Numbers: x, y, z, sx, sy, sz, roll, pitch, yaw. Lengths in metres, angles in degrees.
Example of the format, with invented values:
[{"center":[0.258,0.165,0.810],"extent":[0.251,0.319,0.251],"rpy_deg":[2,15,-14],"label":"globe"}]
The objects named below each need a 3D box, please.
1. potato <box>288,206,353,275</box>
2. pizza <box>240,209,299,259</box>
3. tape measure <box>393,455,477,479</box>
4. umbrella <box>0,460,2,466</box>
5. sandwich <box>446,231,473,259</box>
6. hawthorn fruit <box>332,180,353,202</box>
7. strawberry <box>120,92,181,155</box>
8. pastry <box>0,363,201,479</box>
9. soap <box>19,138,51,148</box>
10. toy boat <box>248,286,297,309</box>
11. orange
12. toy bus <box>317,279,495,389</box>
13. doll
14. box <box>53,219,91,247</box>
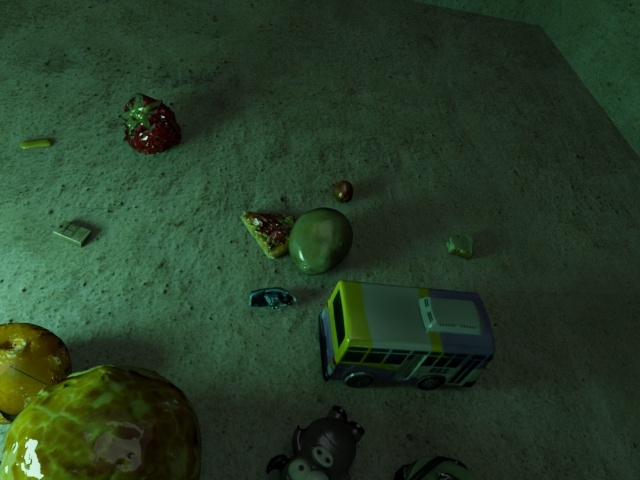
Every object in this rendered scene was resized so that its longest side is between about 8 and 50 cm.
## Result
[{"center":[0.000,0.000,1.771],"extent":[0.178,0.160,0.235],"rpy_deg":[9,59,20],"label":"potato"},{"center":[-0.160,-0.038,1.812],"extent":[0.193,0.053,0.201],"rpy_deg":[22,46,-1],"label":"pizza"},{"center":[0.257,0.593,1.368],"extent":[0.235,0.115,0.207],"rpy_deg":[21,48,-2],"label":"tape measure"},{"center":[-0.608,0.484,1.195],"extent":[0.165,0.025,0.027],"rpy_deg":[32,59,3],"label":"umbrella"},{"center":[0.481,0.011,2.024],"extent":[0.093,0.035,0.104],"rpy_deg":[24,45,2],"label":"sandwich"},{"center":[0.079,-0.166,2.008],"extent":[0.077,0.077,0.077],"rpy_deg":[11,47,-12],"label":"hawthorn fruit"},{"center":[-0.535,-0.361,1.892],"extent":[0.187,0.184,0.201],"rpy_deg":[31,5,33],"label":"strawberry"},{"center":[-0.408,0.415,1.128],"extent":[0.389,0.312,0.388],"rpy_deg":[16,40,-14],"label":"pastry"},{"center":[-0.870,-0.296,1.802],"extent":[0.089,0.012,0.034],"rpy_deg":[-14,57,-30],"label":"soap"},{"center":[-0.133,0.164,1.638],"extent":[0.137,0.060,0.061],"rpy_deg":[2,30,-27],"label":"toy boat"},{"center":[-0.652,0.280,1.248],"extent":[0.235,0.182,0.234],"rpy_deg":[20,30,-12],"label":"orange"},{"center":[0.236,0.249,1.570],"extent":[0.440,0.249,0.209],"rpy_deg":[7,48,-15],"label":"toy bus"},{"center":[0.000,0.505,1.347],"extent":[0.182,0.117,0.257],"rpy_deg":[40,46,9],"label":"doll"},{"center":[-0.681,-0.019,1.619],"extent":[0.083,0.024,0.053],"rpy_deg":[24,46,-2],"label":"box"}]
